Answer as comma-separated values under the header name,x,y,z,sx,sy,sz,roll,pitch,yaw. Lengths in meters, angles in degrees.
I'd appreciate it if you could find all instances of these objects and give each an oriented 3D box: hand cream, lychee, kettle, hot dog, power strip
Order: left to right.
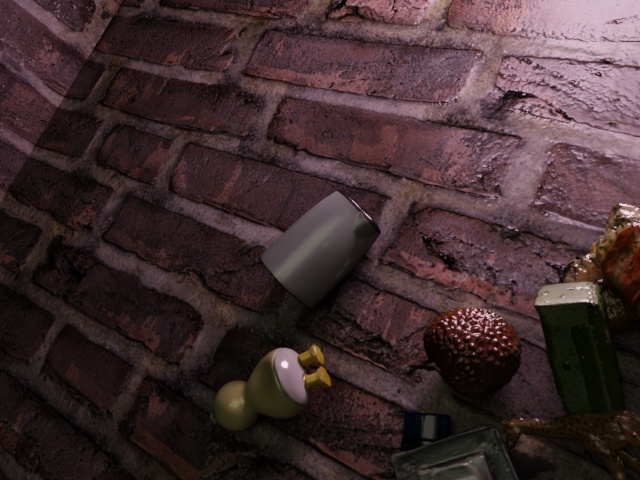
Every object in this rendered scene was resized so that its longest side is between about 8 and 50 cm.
name,x,y,z,sx,sy,sz,roll,pitch,yaw
kettle,0.000,0.000,1.249,0.236,0.161,0.221,-45,25,2
hand cream,0.183,0.443,1.005,0.120,0.061,0.270,-3,72,28
power strip,0.232,0.430,0.932,0.199,0.064,0.213,-23,74,9
lychee,0.255,0.200,1.010,0.198,0.165,0.165,-27,57,-4
hot dog,0.508,0.039,0.880,0.103,0.146,0.213,6,40,-12

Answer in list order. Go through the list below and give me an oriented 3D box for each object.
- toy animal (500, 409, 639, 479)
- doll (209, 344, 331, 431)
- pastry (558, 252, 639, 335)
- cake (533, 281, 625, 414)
name,x,y,z,sx,sy,sz,roll,pitch,yaw
toy animal,0.435,0.327,0.919,0.276,0.054,0.148,24,96,31
doll,-0.115,0.315,1.189,0.296,0.117,0.141,-33,62,27
pastry,0.493,0.088,0.986,0.154,0.081,0.153,-6,67,15
cake,0.418,0.189,0.919,0.100,0.099,0.235,-11,89,30
